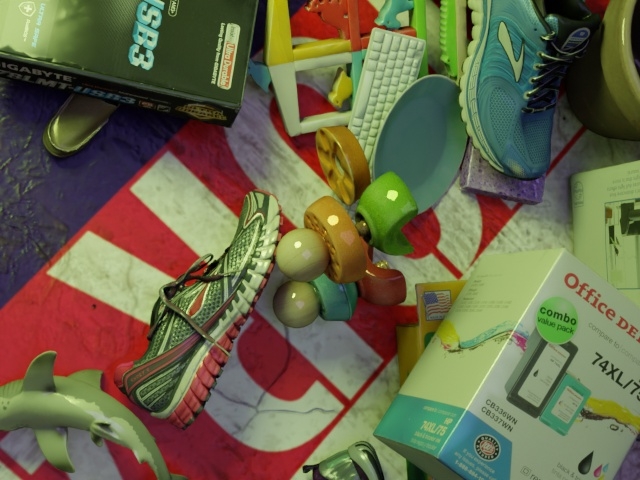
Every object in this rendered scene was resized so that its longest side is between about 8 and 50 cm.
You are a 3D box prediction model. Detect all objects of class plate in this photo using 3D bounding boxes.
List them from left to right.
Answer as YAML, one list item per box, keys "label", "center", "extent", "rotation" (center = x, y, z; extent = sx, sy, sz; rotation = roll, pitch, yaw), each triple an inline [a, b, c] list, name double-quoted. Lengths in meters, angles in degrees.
- label: "plate"
  center: [0.124, -0.122, 1.251]
  extent: [0.188, 0.024, 0.188]
  rotation: [-24, 125, -39]

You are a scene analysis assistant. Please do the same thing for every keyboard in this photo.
- label: "keyboard"
  center: [0.068, -0.136, 1.238]
  extent: [0.072, 0.014, 0.256]
  rotation: [9, 103, -20]

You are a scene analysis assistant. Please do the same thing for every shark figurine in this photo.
- label: "shark figurine"
  center: [-0.252, 0.200, 1.121]
  extent: [0.278, 0.116, 0.166]
  rotation: [27, 112, -5]

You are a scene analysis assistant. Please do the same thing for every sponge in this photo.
- label: "sponge"
  center: [0.261, -0.160, 1.332]
  extent: [0.117, 0.031, 0.210]
  rotation: [12, 82, -16]

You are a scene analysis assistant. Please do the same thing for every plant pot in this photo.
- label: "plant pot"
  center: [0.446, -0.225, 1.287]
  extent: [0.263, 0.229, 0.263]
  rotation: [2, 83, -17]

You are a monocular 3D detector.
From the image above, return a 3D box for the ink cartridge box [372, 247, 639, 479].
- label: "ink cartridge box"
  center: [0.236, 0.174, 1.127]
  extent: [0.198, 0.197, 0.270]
  rotation: [36, 77, -12]

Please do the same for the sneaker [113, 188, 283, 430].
- label: "sneaker"
  center: [-0.134, 0.068, 1.152]
  extent: [0.112, 0.121, 0.299]
  rotation: [28, 76, -5]

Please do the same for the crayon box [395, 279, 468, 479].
- label: "crayon box"
  center: [0.212, 0.210, 1.264]
  extent: [0.203, 0.083, 0.323]
  rotation: [-3, 88, -17]

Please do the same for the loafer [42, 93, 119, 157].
- label: "loafer"
  center: [-0.274, -0.161, 1.160]
  extent: [0.056, 0.050, 0.148]
  rotation: [40, 74, -8]

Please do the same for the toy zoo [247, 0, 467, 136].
- label: "toy zoo"
  center: [0.045, -0.241, 1.225]
  extent: [0.293, 0.030, 0.192]
  rotation: [-12, 116, -14]

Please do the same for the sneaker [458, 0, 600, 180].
- label: "sneaker"
  center: [0.261, -0.231, 1.208]
  extent: [0.129, 0.147, 0.330]
  rotation: [-21, 114, -36]

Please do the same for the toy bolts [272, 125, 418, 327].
- label: "toy bolts"
  center: [0.000, 0.000, 1.169]
  extent: [0.158, 0.228, 0.218]
  rotation: [-23, 52, -16]

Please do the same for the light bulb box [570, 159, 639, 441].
- label: "light bulb box"
  center: [0.551, 0.075, 1.302]
  extent: [0.357, 0.225, 0.361]
  rotation: [-1, 87, -17]

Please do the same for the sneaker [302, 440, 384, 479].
- label: "sneaker"
  center: [0.055, 0.368, 1.221]
  extent: [0.098, 0.083, 0.224]
  rotation: [-20, 87, 4]

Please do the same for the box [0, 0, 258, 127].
- label: "box"
  center: [-0.219, -0.305, 1.149]
  extent: [0.293, 0.073, 0.296]
  rotation: [12, 72, -12]
